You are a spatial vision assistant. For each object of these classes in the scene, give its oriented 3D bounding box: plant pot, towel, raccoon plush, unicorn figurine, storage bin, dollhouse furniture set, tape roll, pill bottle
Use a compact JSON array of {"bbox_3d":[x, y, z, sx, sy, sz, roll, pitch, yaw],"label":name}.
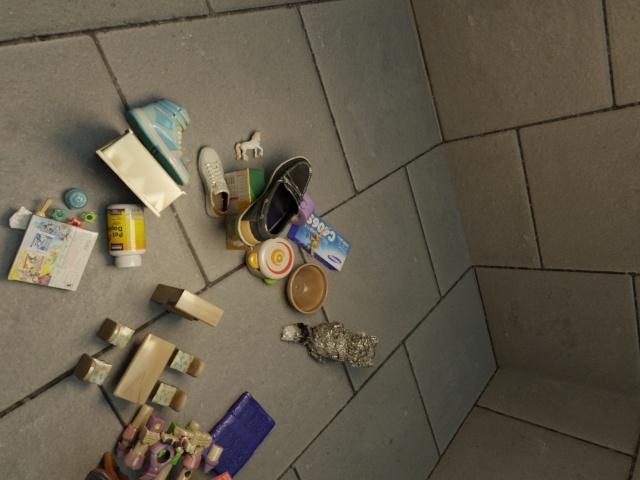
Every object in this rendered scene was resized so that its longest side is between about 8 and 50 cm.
[{"bbox_3d":[-0.083,0.224,1.926,0.237,0.109,0.238,-1,92,-42],"label":"plant pot"},{"bbox_3d":[-0.359,0.829,1.707,0.308,0.076,0.228,-45,111,-32],"label":"towel"},{"bbox_3d":[0.062,0.519,1.928,0.446,0.299,0.216,6,86,-41],"label":"raccoon plush"},{"bbox_3d":[-0.300,-0.415,1.764,0.162,0.060,0.111,-26,107,-39],"label":"unicorn figurine"},{"bbox_3d":[-0.611,-0.232,1.360,0.123,0.260,0.262,-44,118,-14],"label":"storage bin"},{"bbox_3d":[-0.553,0.372,1.404,0.362,0.256,0.394,40,65,-34],"label":"dollhouse furniture set"},{"bbox_3d":[-0.125,-0.160,1.835,0.189,0.189,0.080,50,58,-30],"label":"tape roll"},{"bbox_3d":[-0.671,-0.017,1.392,0.117,0.117,0.215,-4,92,-42],"label":"pill bottle"}]

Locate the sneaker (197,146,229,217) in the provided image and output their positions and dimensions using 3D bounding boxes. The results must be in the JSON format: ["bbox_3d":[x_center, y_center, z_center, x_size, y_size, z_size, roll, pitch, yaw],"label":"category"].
[{"bbox_3d":[-0.415,-0.241,1.622,0.105,0.123,0.290,-14,98,-39],"label":"sneaker"}]

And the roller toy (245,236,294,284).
[{"bbox_3d":[-0.220,0.076,1.777,0.209,0.146,0.191,44,62,-32],"label":"roller toy"}]

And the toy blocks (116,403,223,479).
[{"bbox_3d":[-0.539,0.772,1.383,0.288,0.308,0.260,40,69,-34],"label":"toy blocks"}]

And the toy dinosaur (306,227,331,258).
[{"bbox_3d":[-0.022,-0.004,1.932,0.092,0.053,0.183,43,71,-50],"label":"toy dinosaur"}]

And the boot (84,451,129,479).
[{"bbox_3d":[-0.668,0.764,1.283,0.096,0.280,0.264,-30,111,-19],"label":"boot"}]

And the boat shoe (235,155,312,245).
[{"bbox_3d":[-0.141,-0.167,1.585,0.500,0.155,0.187,-56,130,-40],"label":"boat shoe"}]

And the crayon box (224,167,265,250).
[{"bbox_3d":[-0.313,-0.124,1.658,0.083,0.203,0.323,-4,93,-42],"label":"crayon box"}]

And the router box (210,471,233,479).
[{"bbox_3d":[-0.491,1.026,1.432,0.301,0.082,0.336,5,119,-53],"label":"router box"}]

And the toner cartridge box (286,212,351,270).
[{"bbox_3d":[0.000,0.000,2.023,0.348,0.075,0.165,38,68,-35],"label":"toner cartridge box"}]

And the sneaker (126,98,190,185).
[{"bbox_3d":[-0.541,-0.382,1.506,0.208,0.127,0.319,-45,119,-31],"label":"sneaker"}]

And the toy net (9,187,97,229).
[{"bbox_3d":[-0.854,-0.079,1.282,0.232,0.045,0.122,-28,121,-36],"label":"toy net"}]

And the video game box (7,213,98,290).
[{"bbox_3d":[-0.838,0.041,1.263,0.187,0.048,0.205,24,85,-44],"label":"video game box"}]
